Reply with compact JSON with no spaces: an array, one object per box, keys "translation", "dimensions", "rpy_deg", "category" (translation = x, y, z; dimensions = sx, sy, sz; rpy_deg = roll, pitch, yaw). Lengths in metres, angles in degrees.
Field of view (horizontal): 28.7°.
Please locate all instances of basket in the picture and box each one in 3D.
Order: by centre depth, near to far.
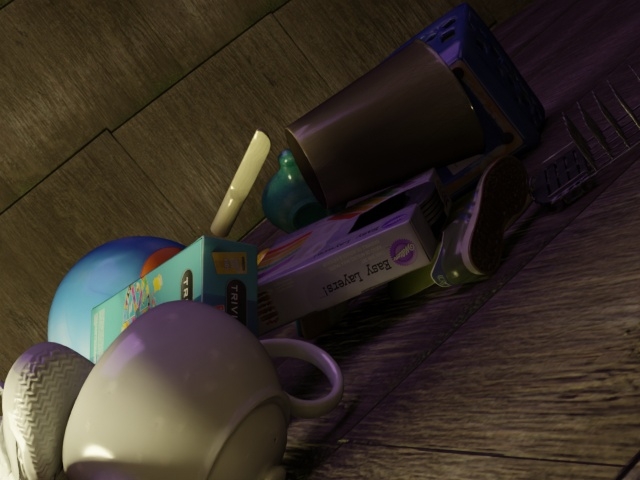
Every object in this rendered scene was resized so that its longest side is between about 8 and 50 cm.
[{"translation":[0.078,-0.150,1.723],"dimensions":[0.227,0.204,0.154],"rpy_deg":[-27,-37,-7],"category":"basket"}]

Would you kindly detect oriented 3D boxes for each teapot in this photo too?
[{"translation":[-0.112,0.191,1.236],"dimensions":[0.256,0.187,0.252],"rpy_deg":[-62,-21,-5],"category":"teapot"}]

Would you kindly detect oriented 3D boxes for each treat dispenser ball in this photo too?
[{"translation":[-0.276,0.137,1.935],"dimensions":[0.288,0.288,0.288],"rpy_deg":[-38,7,5],"category":"treat dispenser ball"}]

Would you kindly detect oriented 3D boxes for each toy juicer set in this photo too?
[{"translation":[-0.047,-0.037,1.883],"dimensions":[0.209,0.329,0.089],"rpy_deg":[-43,38,21],"category":"toy juicer set"}]

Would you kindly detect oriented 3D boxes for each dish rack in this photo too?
[{"translation":[0.350,-0.147,1.478],"dimensions":[0.271,0.074,0.208],"rpy_deg":[-37,6,15],"category":"dish rack"}]

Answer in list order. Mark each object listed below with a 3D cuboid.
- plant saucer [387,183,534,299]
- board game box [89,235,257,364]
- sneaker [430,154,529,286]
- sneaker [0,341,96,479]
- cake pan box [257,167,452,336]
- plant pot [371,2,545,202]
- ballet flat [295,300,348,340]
[{"translation":[0.175,-0.012,1.639],"dimensions":[0.241,0.037,0.241],"rpy_deg":[-38,6,5],"category":"plant saucer"},{"translation":[-0.191,0.168,1.562],"dimensions":[0.079,0.253,0.336],"rpy_deg":[11,-23,-31],"category":"board game box"},{"translation":[0.180,-0.020,1.467],"dimensions":[0.086,0.064,0.192],"rpy_deg":[-32,23,44],"category":"sneaker"},{"translation":[-0.319,0.213,1.332],"dimensions":[0.137,0.210,0.366],"rpy_deg":[-53,-26,-32],"category":"sneaker"},{"translation":[0.039,0.011,1.609],"dimensions":[0.267,0.070,0.246],"rpy_deg":[-24,13,20],"category":"cake pan box"},{"translation":[0.201,-0.195,1.943],"dimensions":[0.236,0.236,0.212],"rpy_deg":[-35,14,18],"category":"plant pot"},{"translation":[0.008,0.079,1.776],"dimensions":[0.073,0.080,0.232],"rpy_deg":[-7,14,6],"category":"ballet flat"}]
